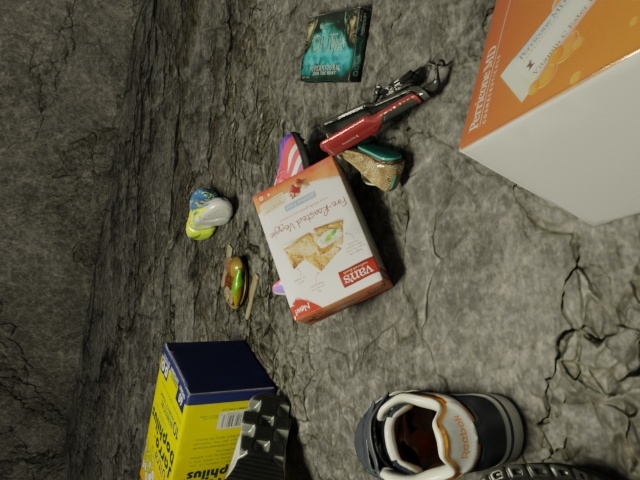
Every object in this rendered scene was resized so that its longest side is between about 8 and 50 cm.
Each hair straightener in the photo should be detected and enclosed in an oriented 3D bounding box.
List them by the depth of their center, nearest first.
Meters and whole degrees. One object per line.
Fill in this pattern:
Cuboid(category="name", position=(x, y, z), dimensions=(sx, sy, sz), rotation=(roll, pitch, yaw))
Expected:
Cuboid(category="hair straightener", position=(0.091, -0.217, 0.952), dimensions=(0.230, 0.047, 0.089), rotation=(-29, 47, 36))

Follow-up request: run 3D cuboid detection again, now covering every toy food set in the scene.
Cuboid(category="toy food set", position=(-0.209, 0.096, 1.481), dimensions=(0.192, 0.039, 0.132), rotation=(38, 119, 54))

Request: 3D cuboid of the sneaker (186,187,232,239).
Cuboid(category="sneaker", position=(-0.292, -0.090, 1.589), dimensions=(0.240, 0.091, 0.126), rotation=(-31, 60, 55))

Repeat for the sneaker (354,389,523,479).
Cuboid(category="sneaker", position=(0.111, 0.264, 0.848), dimensions=(0.321, 0.128, 0.126), rotation=(-37, 57, 54))

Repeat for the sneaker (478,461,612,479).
Cuboid(category="sneaker", position=(0.202, 0.310, 0.710), dimensions=(0.286, 0.130, 0.109), rotation=(-26, 70, 31))

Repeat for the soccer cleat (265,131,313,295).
Cuboid(category="soccer cleat", position=(-0.052, -0.053, 1.135), dimensions=(0.108, 0.117, 0.318), rotation=(78, 180, -70))

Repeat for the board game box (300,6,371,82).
Cuboid(category="board game box", position=(0.023, -0.355, 1.153), dimensions=(0.186, 0.026, 0.126), rotation=(23, 107, 58))

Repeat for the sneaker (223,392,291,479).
Cuboid(category="sneaker", position=(-0.125, 0.459, 1.164), dimensions=(0.330, 0.123, 0.146), rotation=(-71, -5, -53))

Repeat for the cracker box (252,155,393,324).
Cuboid(category="cracker box", position=(0.000, 0.000, 1.014), dimensions=(0.156, 0.067, 0.232), rotation=(-27, 68, 14))

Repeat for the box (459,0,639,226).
Cuboid(category="box", position=(0.290, -0.174, 0.456), dimensions=(0.345, 0.168, 0.214), rotation=(-28, 40, 62))

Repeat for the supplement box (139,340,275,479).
Cuboid(category="supplement box", position=(-0.257, 0.423, 1.376), dimensions=(0.194, 0.195, 0.356), rotation=(41, 122, 53))

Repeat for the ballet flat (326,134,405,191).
Cuboid(category="ballet flat", position=(0.065, -0.134, 1.023), dimensions=(0.206, 0.073, 0.067), rotation=(-132, 39, -55))
